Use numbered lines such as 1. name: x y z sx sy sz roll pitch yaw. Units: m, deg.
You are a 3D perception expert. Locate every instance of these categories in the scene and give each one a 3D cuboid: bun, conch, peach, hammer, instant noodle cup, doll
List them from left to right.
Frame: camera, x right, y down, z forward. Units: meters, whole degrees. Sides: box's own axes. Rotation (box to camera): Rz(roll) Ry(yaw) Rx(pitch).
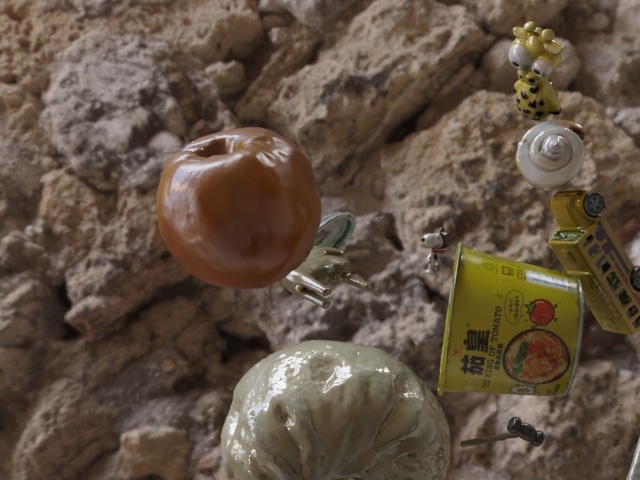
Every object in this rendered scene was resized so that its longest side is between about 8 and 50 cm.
1. peach: -0.157 -0.055 1.480 0.343 0.343 0.301 -27 -59 -23
2. bun: 0.018 0.322 1.105 0.360 0.360 0.211 -40 14 13
3. doll: 0.214 0.021 1.349 0.058 0.085 0.040 -13 7 -24
4. hammer: 0.305 0.352 1.303 0.029 0.058 0.292 -58 0 -23
5. instant noodle cup: 0.386 0.178 1.508 0.254 0.325 0.325 7 -18 9
6. doll: 0.431 -0.325 1.453 0.086 0.117 0.291 -55 -24 -9
7. conch: 0.462 -0.172 1.526 0.255 0.127 0.158 98 -169 -80

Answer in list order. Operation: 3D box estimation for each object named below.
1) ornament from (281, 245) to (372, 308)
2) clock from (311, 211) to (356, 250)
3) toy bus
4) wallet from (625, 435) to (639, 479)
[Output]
1. ornament: 0.007 0.073 1.771 0.230 0.245 0.061 -17 -61 -38
2. clock: 0.000 0.000 2.066 0.236 0.053 0.236 -36 -22 -17
3. toy bus: 0.602 0.046 1.588 0.123 0.335 0.121 -40 14 -14
4. wallet: 0.619 0.454 1.248 0.068 0.275 0.335 -22 25 53
